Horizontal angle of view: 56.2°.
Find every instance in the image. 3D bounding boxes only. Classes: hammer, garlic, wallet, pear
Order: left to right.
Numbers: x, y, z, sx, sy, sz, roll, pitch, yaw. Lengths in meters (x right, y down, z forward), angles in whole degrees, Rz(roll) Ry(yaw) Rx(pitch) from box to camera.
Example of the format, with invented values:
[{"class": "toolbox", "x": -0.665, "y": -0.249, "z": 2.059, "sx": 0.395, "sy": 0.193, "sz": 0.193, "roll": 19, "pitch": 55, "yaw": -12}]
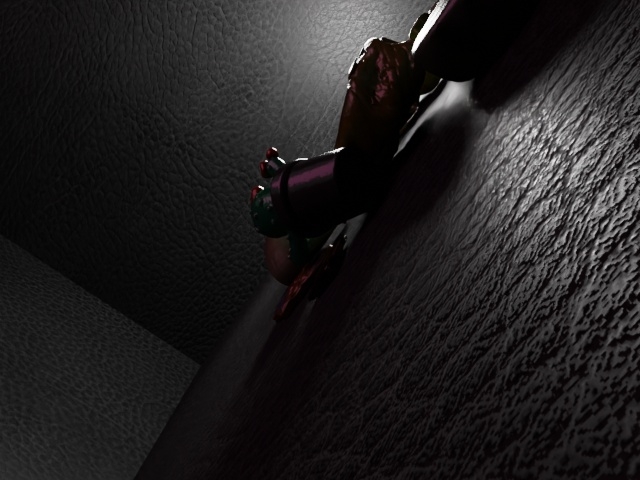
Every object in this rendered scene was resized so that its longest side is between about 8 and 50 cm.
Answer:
[{"class": "garlic", "x": -0.044, "y": -0.006, "z": 1.633, "sx": 0.196, "sy": 0.151, "sz": 0.338, "roll": -26, "pitch": -18, "yaw": -40}, {"class": "wallet", "x": 0.019, "y": 0.053, "z": 1.274, "sx": 0.095, "sy": 0.026, "sz": 0.176, "roll": -60, "pitch": 0, "yaw": 27}, {"class": "hammer", "x": 0.232, "y": -0.310, "z": 1.697, "sx": 0.062, "sy": 0.017, "sz": 0.182, "roll": -57, "pitch": 4, "yaw": -25}, {"class": "pear", "x": 0.284, "y": -0.464, "z": 1.682, "sx": 0.131, "sy": 0.107, "sz": 0.107, "roll": -44, "pitch": 1, "yaw": -19}]

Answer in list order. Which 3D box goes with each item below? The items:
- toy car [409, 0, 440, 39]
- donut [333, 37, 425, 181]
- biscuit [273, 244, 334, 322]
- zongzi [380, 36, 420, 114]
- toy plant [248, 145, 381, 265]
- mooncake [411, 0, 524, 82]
[{"class": "toy car", "x": 0.338, "y": -0.519, "z": 1.495, "sx": 0.235, "sy": 0.145, "sz": 0.235, "roll": -49, "pitch": -12, "yaw": -14}, {"class": "donut", "x": 0.138, "y": -0.312, "z": 1.444, "sx": 0.360, "sy": 0.170, "sz": 0.360, "roll": 16, "pitch": -90, "yaw": -87}, {"class": "biscuit", "x": -0.047, "y": 0.110, "z": 1.507, "sx": 0.280, "sy": 0.043, "sz": 0.183, "roll": -56, "pitch": 6, "yaw": 33}, {"class": "zongzi", "x": 0.208, "y": -0.395, "z": 1.913, "sx": 0.356, "sy": 0.174, "sz": 0.393, "roll": 110, "pitch": 160, "yaw": -44}, {"class": "toy plant", "x": -0.045, "y": -0.082, "z": 1.403, "sx": 0.400, "sy": 0.279, "sz": 0.185, "roll": -16, "pitch": 22, "yaw": 46}, {"class": "mooncake", "x": 0.287, "y": -0.429, "z": 1.149, "sx": 0.275, "sy": 0.135, "sz": 0.275, "roll": -59, "pitch": 9, "yaw": 16}]
